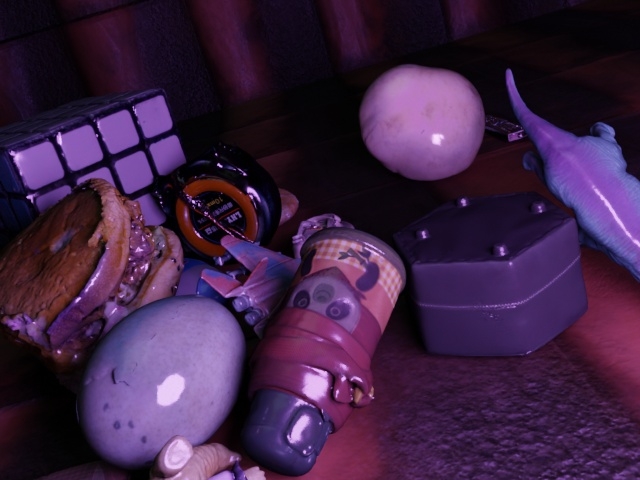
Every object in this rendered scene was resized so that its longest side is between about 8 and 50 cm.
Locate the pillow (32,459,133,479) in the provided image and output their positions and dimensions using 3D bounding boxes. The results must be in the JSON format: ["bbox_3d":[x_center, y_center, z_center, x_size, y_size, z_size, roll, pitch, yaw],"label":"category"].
[{"bbox_3d":[-0.261,0.301,0.691,0.135,0.034,0.211,-14,24,-2],"label":"pillow"}]

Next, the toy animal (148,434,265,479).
[{"bbox_3d":[-0.147,0.251,0.646,0.218,0.103,0.101,-38,-1,-43],"label":"toy animal"}]

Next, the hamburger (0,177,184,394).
[{"bbox_3d":[-0.345,0.059,0.989,0.318,0.195,0.277,12,61,50],"label":"hamburger"}]

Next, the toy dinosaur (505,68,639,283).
[{"bbox_3d":[0.328,-0.040,0.760,0.129,0.383,0.331,-38,2,18],"label":"toy dinosaur"}]

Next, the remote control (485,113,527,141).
[{"bbox_3d":[0.406,-0.261,1.557,0.059,0.028,0.212,-16,22,-8],"label":"remote control"}]

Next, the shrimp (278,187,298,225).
[{"bbox_3d":[-0.191,-0.062,1.446,0.317,0.077,0.168,1,30,30],"label":"shrimp"}]

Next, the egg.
[{"bbox_3d":[-0.177,0.157,0.779,0.169,0.169,0.236,-7,21,23],"label":"egg"}]

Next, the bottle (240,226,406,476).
[{"bbox_3d":[0.005,0.124,0.747,0.156,0.143,0.271,-26,33,51],"label":"bottle"}]

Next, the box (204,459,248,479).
[{"bbox_3d":[-0.177,0.317,0.449,0.369,0.112,0.190,-21,47,-14],"label":"box"}]

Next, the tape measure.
[{"bbox_3d":[-0.178,-0.066,1.253,0.202,0.223,0.135,-28,15,25],"label":"tape measure"}]

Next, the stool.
[{"bbox_3d":[0.206,0.036,0.845,0.232,0.141,0.232,-14,23,6],"label":"stool"}]

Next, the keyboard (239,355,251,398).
[{"bbox_3d":[-0.173,0.189,0.911,0.231,0.023,0.072,-7,31,24],"label":"keyboard"}]

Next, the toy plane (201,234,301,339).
[{"bbox_3d":[-0.025,0.065,0.972,0.104,0.223,0.326,-51,-17,21],"label":"toy plane"}]

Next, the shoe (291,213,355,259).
[{"bbox_3d":[0.000,0.000,1.137,0.089,0.092,0.180,-4,25,29],"label":"shoe"}]

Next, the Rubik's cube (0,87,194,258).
[{"bbox_3d":[-0.477,-0.088,1.356,0.344,0.337,0.343,6,31,45],"label":"Rubik's cube"}]

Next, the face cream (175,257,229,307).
[{"bbox_3d":[-0.255,0.087,1.122,0.264,0.083,0.149,3,43,39],"label":"face cream"}]

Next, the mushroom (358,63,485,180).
[{"bbox_3d":[0.212,-0.236,1.411,0.253,0.260,0.234,-26,-14,-1],"label":"mushroom"}]
